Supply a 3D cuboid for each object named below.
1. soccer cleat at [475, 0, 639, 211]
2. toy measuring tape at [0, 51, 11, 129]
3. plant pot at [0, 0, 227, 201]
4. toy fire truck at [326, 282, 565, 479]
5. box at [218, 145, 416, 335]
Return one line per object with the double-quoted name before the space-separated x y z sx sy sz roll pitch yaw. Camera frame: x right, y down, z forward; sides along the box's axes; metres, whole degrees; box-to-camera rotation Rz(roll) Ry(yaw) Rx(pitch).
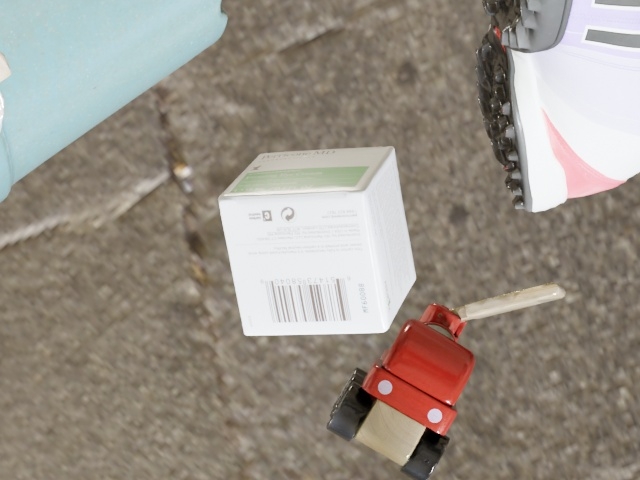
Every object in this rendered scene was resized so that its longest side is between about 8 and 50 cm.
"soccer cleat" 0.142 -0.123 0.814 0.116 0.318 0.108 -16 61 -1
"toy measuring tape" -0.237 0.053 0.774 0.121 0.121 0.330 31 115 31
"plant pot" -0.285 -0.211 1.392 0.334 0.341 0.341 -33 54 -21
"toy fire truck" 0.137 0.123 1.684 0.158 0.217 0.246 30 93 2
"box" 0.000 0.000 1.041 0.101 0.102 0.087 -3 21 19
